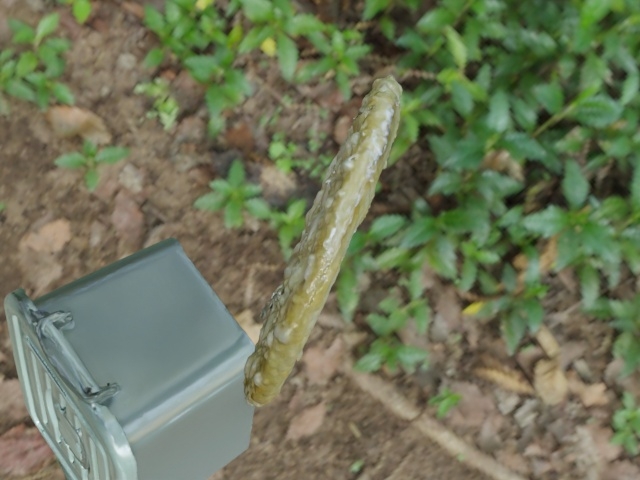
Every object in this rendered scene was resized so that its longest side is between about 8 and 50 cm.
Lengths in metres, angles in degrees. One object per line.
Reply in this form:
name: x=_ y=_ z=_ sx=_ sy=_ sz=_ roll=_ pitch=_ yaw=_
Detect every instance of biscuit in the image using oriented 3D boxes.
biscuit: x=0.001 y=0.001 z=0.812 sx=0.033 sy=0.220 sz=0.220 roll=23 pitch=51 yaw=-3

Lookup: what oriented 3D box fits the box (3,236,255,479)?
box: x=-0.138 y=0.114 z=1.005 sx=0.135 sy=0.243 sz=0.163 roll=-30 pitch=66 yaw=-23
